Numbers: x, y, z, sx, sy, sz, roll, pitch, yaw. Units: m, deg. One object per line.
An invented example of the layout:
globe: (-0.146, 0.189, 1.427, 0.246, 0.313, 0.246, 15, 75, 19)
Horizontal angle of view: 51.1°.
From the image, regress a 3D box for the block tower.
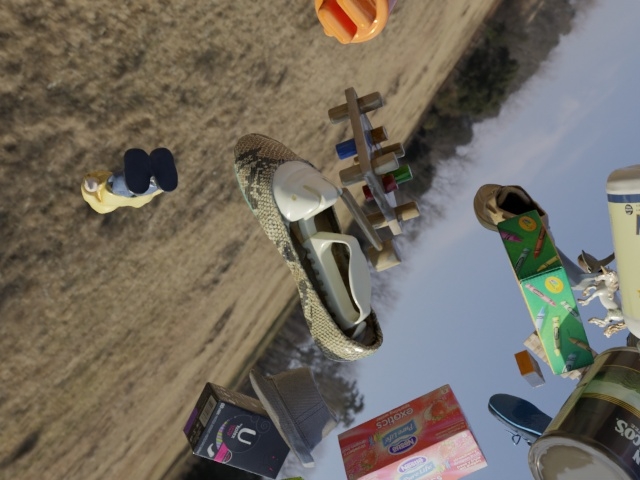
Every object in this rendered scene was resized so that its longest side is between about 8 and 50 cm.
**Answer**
block tower: (0.754, 0.367, 1.922, 0.091, 0.335, 0.097, -40, 161, -22)

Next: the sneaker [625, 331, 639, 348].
sneaker: (0.679, 0.219, 1.395, 0.222, 0.083, 0.118, -29, 144, -46)

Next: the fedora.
fedora: (-0.046, 0.357, 1.444, 0.124, 0.244, 0.275, -30, 174, -12)

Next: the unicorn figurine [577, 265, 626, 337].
unicorn figurine: (0.622, 0.125, 1.467, 0.111, 0.162, 0.060, -36, -177, 46)

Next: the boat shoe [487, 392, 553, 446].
boat shoe: (0.519, 0.471, 1.634, 0.109, 0.258, 0.089, -27, 130, -32)

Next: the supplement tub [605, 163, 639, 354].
supplement tub: (0.593, 0.033, 1.056, 0.235, 0.235, 0.325, -90, 170, -85)

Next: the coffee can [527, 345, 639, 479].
coffee can: (0.533, 0.352, 1.219, 0.275, 0.201, 0.202, -36, 166, -37)

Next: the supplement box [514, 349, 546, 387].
supplement box: (0.525, 0.322, 1.678, 0.036, 0.098, 0.062, -26, -130, 20)

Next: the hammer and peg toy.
hammer and peg toy: (0.127, -0.135, 1.464, 0.266, 0.127, 0.362, 55, 22, -52)

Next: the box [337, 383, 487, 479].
box: (0.208, 0.486, 1.552, 0.299, 0.142, 0.154, -26, -149, 7)

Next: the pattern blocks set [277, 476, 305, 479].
pattern blocks set: (-0.033, 0.573, 1.296, 0.026, 0.324, 0.286, -91, 177, -68)

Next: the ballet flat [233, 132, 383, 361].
ballet flat: (0.000, 0.000, 1.256, 0.164, 0.483, 0.182, -26, -176, -34)

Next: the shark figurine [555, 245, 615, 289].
shark figurine: (0.691, 0.084, 1.731, 0.278, 0.166, 0.116, 6, 162, -39)

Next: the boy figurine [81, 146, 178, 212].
boy figurine: (-0.369, -0.108, 1.273, 0.177, 0.092, 0.285, -8, -178, -36)

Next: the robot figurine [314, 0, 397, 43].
robot figurine: (0.066, -0.415, 1.112, 0.158, 0.128, 0.219, 99, 12, -48)

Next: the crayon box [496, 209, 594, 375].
crayon box: (0.423, 0.101, 1.258, 0.081, 0.279, 0.165, -21, -144, 14)

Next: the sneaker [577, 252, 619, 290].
sneaker: (0.884, 0.114, 2.106, 0.066, 0.188, 0.071, -51, -163, 15)

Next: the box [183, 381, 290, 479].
box: (-0.222, 0.534, 1.882, 0.165, 0.270, 0.143, -64, -154, -1)

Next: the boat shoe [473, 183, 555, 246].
boat shoe: (0.435, -0.073, 1.505, 0.341, 0.121, 0.110, -111, -170, -64)
